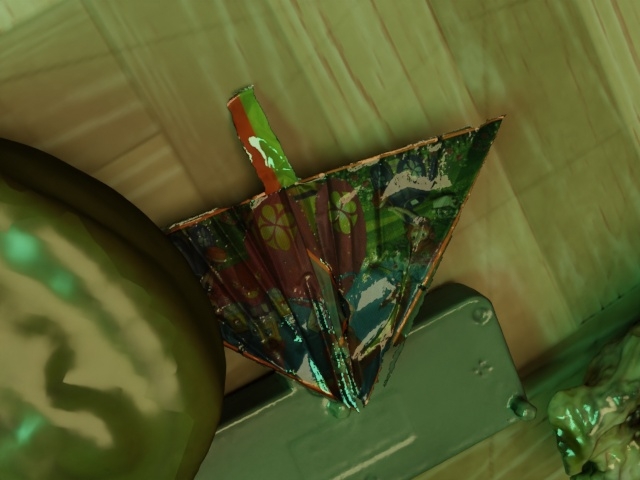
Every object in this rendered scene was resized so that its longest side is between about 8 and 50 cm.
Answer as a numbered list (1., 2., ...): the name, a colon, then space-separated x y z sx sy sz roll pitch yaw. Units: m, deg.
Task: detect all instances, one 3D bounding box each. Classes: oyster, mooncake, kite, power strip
1. oyster: 0.283 0.049 0.709 0.354 0.107 0.201 -14 129 -28
2. mooncake: -0.158 0.068 0.517 0.235 0.117 0.235 -1 104 -3
3. kite: 0.000 0.000 0.592 0.241 0.014 0.183 -24 85 -5
4. power strip: 0.003 0.084 0.629 0.216 0.061 0.145 -27 107 -12
